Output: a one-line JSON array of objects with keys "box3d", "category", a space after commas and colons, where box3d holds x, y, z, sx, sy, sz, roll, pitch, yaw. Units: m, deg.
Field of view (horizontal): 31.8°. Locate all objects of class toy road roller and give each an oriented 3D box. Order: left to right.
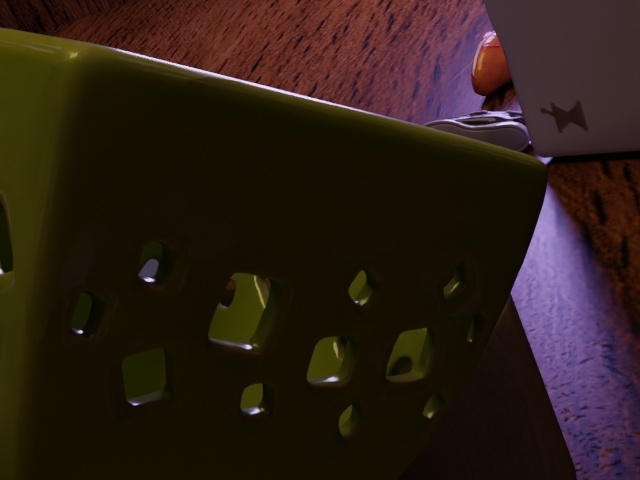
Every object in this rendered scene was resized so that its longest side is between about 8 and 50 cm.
[{"box3d": [0.031, 0.056, 0.721, 0.329, 0.202, 0.240, 3, 34, 46], "category": "toy road roller"}]

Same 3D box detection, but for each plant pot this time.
[{"box3d": [-0.076, 0.032, 0.467, 0.228, 0.207, 0.227, 10, 6, -41], "category": "plant pot"}]

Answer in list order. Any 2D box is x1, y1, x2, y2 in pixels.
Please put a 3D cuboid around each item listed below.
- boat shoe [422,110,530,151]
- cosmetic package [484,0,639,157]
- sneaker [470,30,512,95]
[{"box3d": [0.162, -0.113, 1.164, 0.125, 0.046, 0.038, -2, 30, 33], "category": "boat shoe"}, {"box3d": [0.377, -0.315, 1.048, 0.327, 0.329, 0.393, 0, 33, 41], "category": "cosmetic package"}, {"box3d": [0.237, -0.225, 1.319, 0.067, 0.064, 0.175, 16, 46, 41], "category": "sneaker"}]
